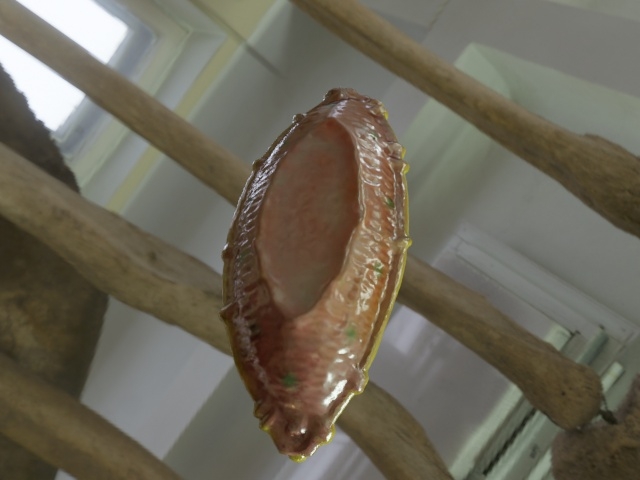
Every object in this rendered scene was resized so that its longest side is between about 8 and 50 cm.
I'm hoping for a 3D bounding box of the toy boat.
[{"bbox_3d":[-0.001,-0.001,0.620,0.141,0.099,0.318,6,-116,9],"label":"toy boat"}]
